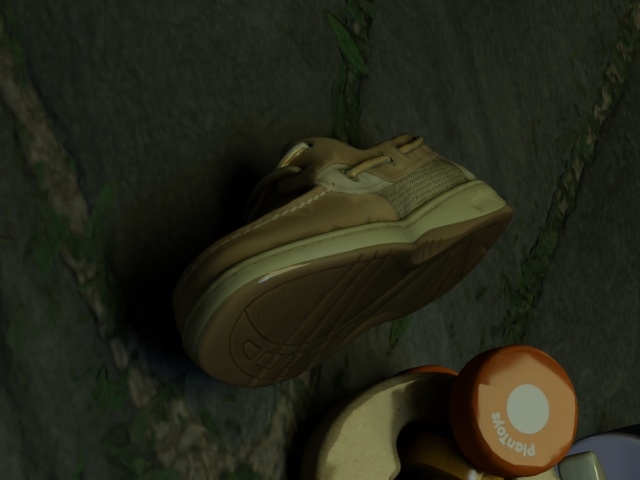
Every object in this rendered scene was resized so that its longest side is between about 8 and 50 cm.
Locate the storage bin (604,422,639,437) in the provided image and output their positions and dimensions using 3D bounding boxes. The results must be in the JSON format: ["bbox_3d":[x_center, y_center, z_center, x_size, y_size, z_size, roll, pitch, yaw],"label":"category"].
[{"bbox_3d":[0.279,0.224,1.451,0.091,0.098,0.135,53,40,-22],"label":"storage bin"}]

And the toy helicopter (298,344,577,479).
[{"bbox_3d":[0.103,0.256,1.090,0.235,0.140,0.355,-34,96,-29],"label":"toy helicopter"}]

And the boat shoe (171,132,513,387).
[{"bbox_3d":[0.000,0.000,1.051,0.110,0.121,0.341,46,25,15],"label":"boat shoe"}]

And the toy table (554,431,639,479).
[{"bbox_3d":[0.229,0.279,1.230,0.274,0.252,0.161,64,14,10],"label":"toy table"}]
